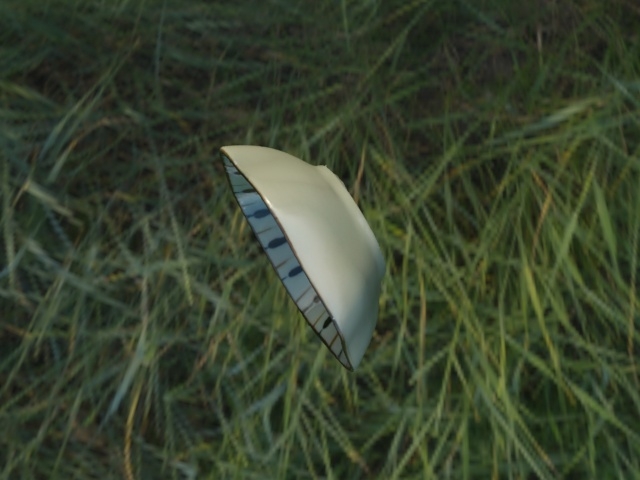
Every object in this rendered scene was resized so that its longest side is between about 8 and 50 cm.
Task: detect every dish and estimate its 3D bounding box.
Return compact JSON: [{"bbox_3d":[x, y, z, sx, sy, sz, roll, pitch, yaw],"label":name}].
[{"bbox_3d":[0.000,0.000,1.110,0.066,0.191,0.190,-31,114,-8],"label":"dish"}]
